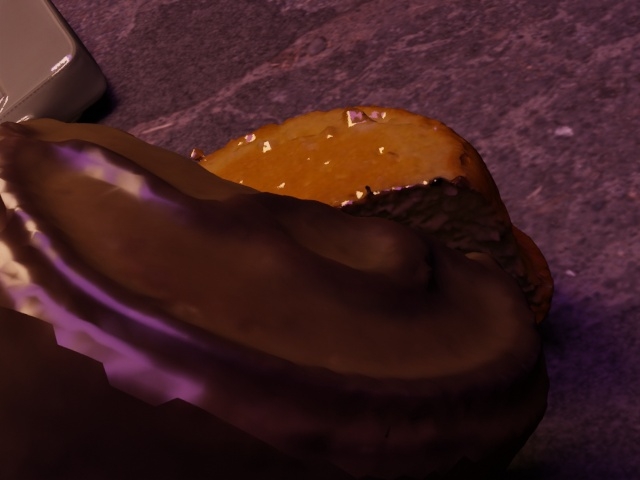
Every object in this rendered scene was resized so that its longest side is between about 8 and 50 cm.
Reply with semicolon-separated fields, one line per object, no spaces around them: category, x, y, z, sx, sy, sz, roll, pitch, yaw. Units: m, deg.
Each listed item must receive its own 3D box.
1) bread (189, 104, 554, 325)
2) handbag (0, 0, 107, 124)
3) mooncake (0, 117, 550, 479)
bread;0.000;0.000;1.241;0.340;0.194;0.179;-16;39;15
handbag;-0.359;-0.167;1.723;0.219;0.079;0.256;-36;38;0
mooncake;-0.063;0.081;1.014;0.394;0.246;0.393;2;26;-44
